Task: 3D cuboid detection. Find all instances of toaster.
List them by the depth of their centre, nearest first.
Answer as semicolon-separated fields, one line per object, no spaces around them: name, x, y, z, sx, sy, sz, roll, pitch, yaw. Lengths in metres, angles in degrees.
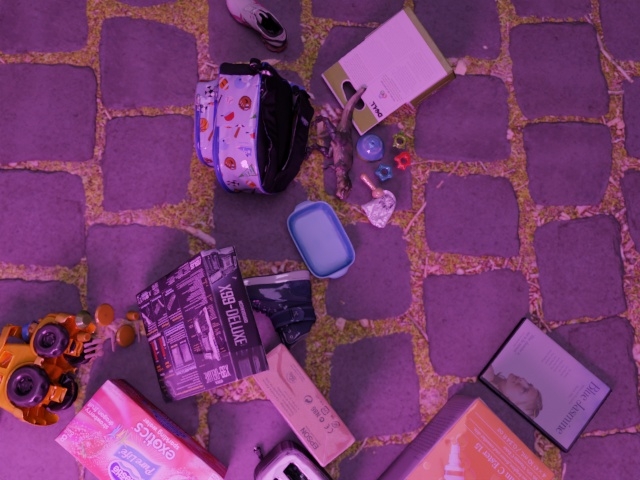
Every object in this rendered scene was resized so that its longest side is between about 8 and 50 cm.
toaster;-0.047;0.494;1.291;0.129;0.146;0.227;-41;84;-13

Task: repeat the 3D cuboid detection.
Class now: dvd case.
dvd case;0.500;0.320;1.443;0.253;0.022;0.180;41;77;4

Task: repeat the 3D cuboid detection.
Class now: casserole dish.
casserole dish;0.000;0.000;1.457;0.114;0.037;0.188;-26;82;-10

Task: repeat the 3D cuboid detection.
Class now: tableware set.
tableware set;-0.437;0.178;1.333;0.024;0.154;0.104;-2;95;33

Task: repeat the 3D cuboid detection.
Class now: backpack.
backpack;-0.152;-0.228;1.382;0.213;0.276;0.263;-3;88;19

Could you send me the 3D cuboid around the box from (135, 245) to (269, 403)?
box;-0.242;0.173;1.266;0.077;0.307;0.242;-9;77;-41

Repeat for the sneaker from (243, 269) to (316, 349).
sneaker;-0.120;0.159;1.386;0.226;0.086;0.163;-9;76;-8

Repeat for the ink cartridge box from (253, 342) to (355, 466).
ink cartridge box;-0.043;0.326;1.302;0.088;0.193;0.234;-37;83;-13

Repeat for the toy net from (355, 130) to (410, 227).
toy net;0.147;-0.140;1.498;0.122;0.045;0.232;0;80;-7

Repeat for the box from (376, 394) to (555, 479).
box;0.257;0.512;1.305;0.215;0.168;0.345;45;78;4

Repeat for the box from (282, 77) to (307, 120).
box;-0.109;-0.346;1.524;0.136;0.028;0.081;23;77;-2

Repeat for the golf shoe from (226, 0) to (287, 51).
golf shoe;-0.148;-0.532;1.531;0.186;0.086;0.067;40;79;5

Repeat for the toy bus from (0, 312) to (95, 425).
toy bus;-0.594;0.238;1.309;0.212;0.149;0.220;16;74;14

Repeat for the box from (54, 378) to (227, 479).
box;-0.347;0.426;1.279;0.300;0.142;0.154;40;78;4

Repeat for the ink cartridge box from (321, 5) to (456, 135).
ink cartridge box;0.161;-0.392;1.531;0.255;0.097;0.188;-34;83;16

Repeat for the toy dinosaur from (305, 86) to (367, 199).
toy dinosaur;0.031;-0.229;1.487;0.118;0.064;0.268;8;88;-16
